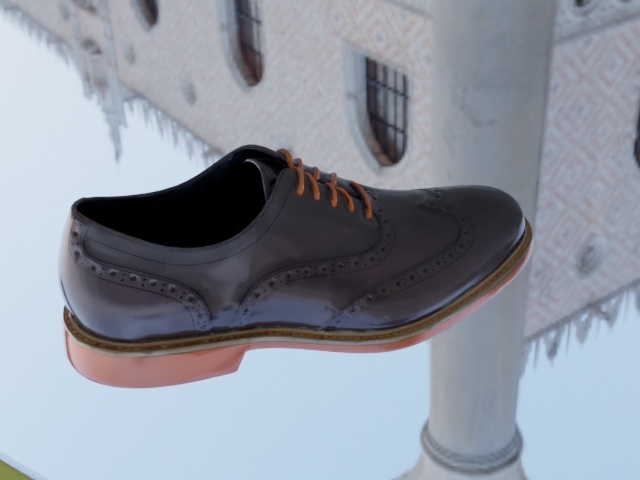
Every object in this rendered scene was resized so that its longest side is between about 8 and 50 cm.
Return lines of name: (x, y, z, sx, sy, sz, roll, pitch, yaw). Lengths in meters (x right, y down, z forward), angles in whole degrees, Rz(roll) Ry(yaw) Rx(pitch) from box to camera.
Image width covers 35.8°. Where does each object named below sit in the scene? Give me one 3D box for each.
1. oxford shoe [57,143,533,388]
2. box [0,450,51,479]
oxford shoe: (0.000, 0.000, 0.521, 0.272, 0.098, 0.097, -13, -143, -23)
box: (-0.285, 0.144, 0.685, 0.232, 0.087, 0.058, 27, -105, 7)
